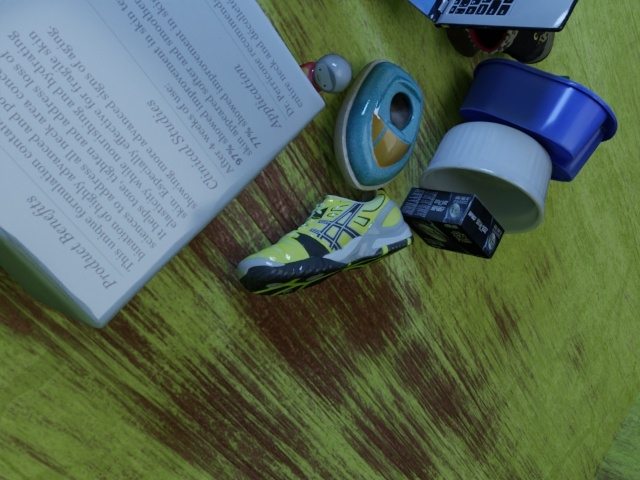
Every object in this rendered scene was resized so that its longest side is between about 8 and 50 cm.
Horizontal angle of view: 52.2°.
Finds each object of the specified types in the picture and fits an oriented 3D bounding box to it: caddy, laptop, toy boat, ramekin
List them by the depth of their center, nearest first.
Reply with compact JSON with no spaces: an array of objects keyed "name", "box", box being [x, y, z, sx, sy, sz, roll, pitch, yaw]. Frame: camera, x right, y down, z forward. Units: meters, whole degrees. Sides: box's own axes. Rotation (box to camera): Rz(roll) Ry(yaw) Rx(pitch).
[{"name":"laptop","box":[0.307,-0.618,1.213,0.382,0.408,0.236,-60,139,-13]},{"name":"toy boat","box":[0.081,-0.244,1.237,0.318,0.148,0.267,26,76,-39]},{"name":"ramekin","box":[0.369,-0.139,1.440,0.277,0.277,0.135,40,66,-38]},{"name":"caddy","box":[0.479,-0.282,1.460,0.179,0.341,0.241,-58,155,-6]}]

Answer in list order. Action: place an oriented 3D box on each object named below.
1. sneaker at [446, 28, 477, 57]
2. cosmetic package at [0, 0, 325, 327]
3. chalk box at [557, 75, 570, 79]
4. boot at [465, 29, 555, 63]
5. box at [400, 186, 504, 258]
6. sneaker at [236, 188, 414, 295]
[{"name":"sneaker","box":[0.309,-0.502,1.439,0.192,0.064,0.086,43,73,-37]},{"name":"cosmetic package","box":[-0.285,-0.160,0.811,0.394,0.327,0.329,-47,117,-23]},{"name":"chalk box","box":[0.575,-0.316,1.661,0.132,0.132,0.213,27,83,-41]},{"name":"boot","box":[0.420,-0.579,1.433,0.284,0.138,0.377,-20,114,-50]},{"name":"box","box":[0.288,-0.040,1.443,0.147,0.180,0.077,41,73,-38]},{"name":"sneaker","box":[0.000,0.000,1.264,0.384,0.145,0.147,-16,80,-35]}]
